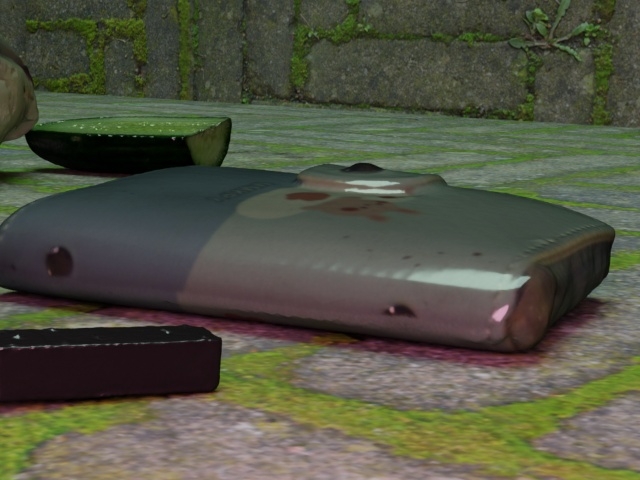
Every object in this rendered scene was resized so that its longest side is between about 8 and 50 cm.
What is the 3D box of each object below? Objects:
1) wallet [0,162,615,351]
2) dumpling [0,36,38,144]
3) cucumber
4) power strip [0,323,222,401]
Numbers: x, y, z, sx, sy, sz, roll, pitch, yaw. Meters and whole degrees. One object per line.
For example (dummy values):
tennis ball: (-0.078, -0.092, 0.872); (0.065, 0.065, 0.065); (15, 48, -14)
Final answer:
wallet: (0.000, 0.000, 0.871); (0.360, 0.083, 0.252); (7, 16, 25)
dumpling: (-0.457, -0.162, 1.490); (0.243, 0.187, 0.318); (13, 12, 20)
cucumber: (-0.240, -0.114, 1.638); (0.244, 0.063, 0.115); (4, 17, 16)
power strip: (-0.103, 0.057, 0.628); (0.111, 0.029, 0.038); (0, 8, -23)
